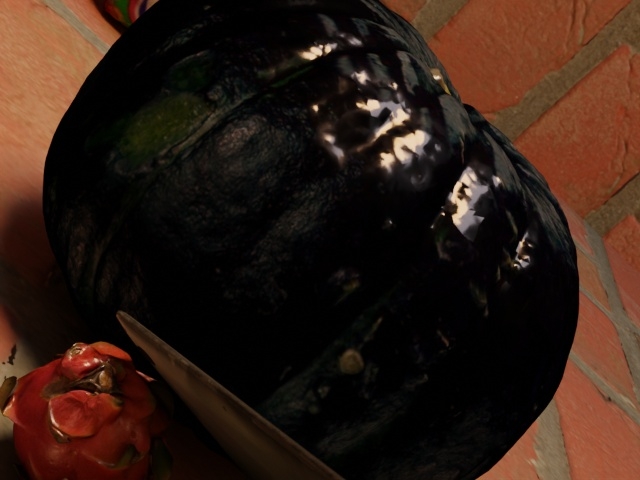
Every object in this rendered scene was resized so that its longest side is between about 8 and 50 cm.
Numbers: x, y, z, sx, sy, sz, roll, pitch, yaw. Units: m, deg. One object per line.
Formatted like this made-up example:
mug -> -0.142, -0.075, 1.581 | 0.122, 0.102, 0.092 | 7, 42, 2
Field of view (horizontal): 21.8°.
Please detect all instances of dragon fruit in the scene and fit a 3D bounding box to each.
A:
dragon fruit -> -0.114, 0.099, 0.849 | 0.116, 0.081, 0.086 | 66, 13, -67

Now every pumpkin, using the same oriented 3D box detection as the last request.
pumpkin -> 0.000, 0.000, 1.046 | 0.363, 0.266, 0.363 | 46, 8, -8

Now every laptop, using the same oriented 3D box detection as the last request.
laptop -> 0.018, 0.140, 0.795 | 0.269, 0.015, 0.188 | 33, -16, 39

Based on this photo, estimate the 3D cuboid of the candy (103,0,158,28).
candy -> -0.207, -0.317, 1.685 | 0.124, 0.124, 0.365 | 30, 14, -46
